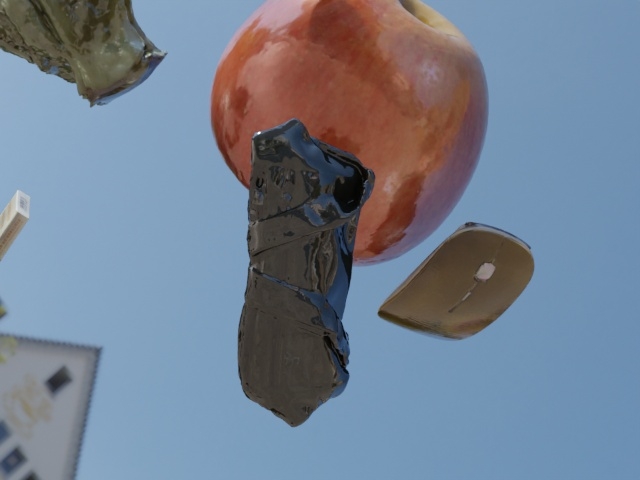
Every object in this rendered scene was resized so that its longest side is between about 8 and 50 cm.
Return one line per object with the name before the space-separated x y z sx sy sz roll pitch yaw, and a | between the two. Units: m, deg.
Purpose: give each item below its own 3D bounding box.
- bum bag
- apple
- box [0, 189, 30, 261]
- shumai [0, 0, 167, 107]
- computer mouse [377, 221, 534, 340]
bum bag | -0.014 0.036 1.329 0.080 0.142 0.326 -165 -103 -70
apple | 0.046 -0.167 1.627 0.364 0.364 0.364 24 -44 25
box | -0.543 0.028 2.053 0.032 0.220 0.122 33 9 -22
shumai | -0.325 -0.314 1.700 0.222 0.225 0.260 37 -4 24
computer mouse | 0.162 0.062 1.545 0.126 0.056 0.245 21 -37 -17
